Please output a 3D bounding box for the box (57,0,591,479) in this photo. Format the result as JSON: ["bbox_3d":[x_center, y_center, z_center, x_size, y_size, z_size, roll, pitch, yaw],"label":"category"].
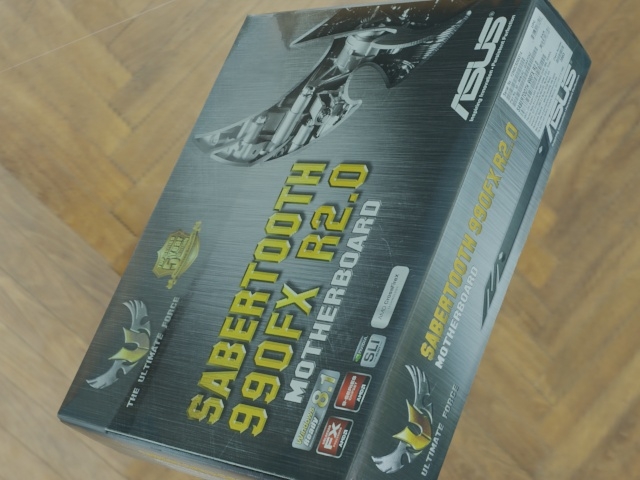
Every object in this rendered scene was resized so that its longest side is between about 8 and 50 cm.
[{"bbox_3d":[0.000,0.000,0.587,0.056,0.183,0.231,40,66,-41],"label":"box"}]
